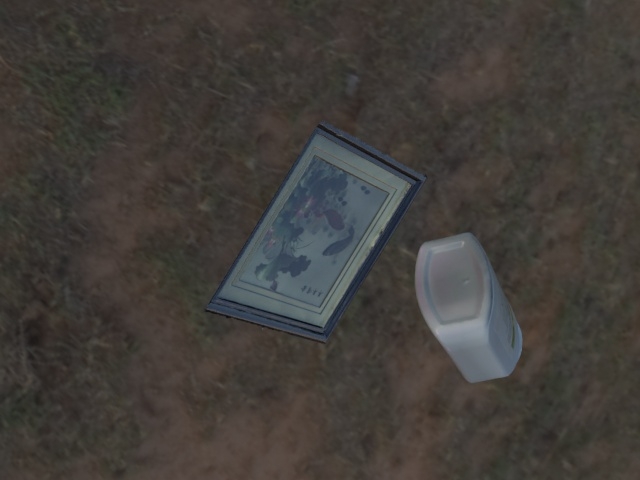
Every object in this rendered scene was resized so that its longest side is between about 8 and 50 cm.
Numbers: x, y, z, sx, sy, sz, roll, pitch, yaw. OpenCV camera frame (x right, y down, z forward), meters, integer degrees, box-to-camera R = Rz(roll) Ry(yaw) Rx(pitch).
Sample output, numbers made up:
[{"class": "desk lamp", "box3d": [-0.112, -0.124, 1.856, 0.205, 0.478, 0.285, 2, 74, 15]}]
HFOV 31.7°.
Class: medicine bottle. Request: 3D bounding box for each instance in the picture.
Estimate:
[{"class": "medicine bottle", "box3d": [0.241, 0.121, 1.773, 0.124, 0.179, 0.324, -15, 155, 14]}]

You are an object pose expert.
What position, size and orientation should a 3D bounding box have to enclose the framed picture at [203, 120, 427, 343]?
[{"class": "framed picture", "box3d": [0.000, 0.000, 1.037, 0.195, 0.010, 0.199, 22, 102, -53]}]
